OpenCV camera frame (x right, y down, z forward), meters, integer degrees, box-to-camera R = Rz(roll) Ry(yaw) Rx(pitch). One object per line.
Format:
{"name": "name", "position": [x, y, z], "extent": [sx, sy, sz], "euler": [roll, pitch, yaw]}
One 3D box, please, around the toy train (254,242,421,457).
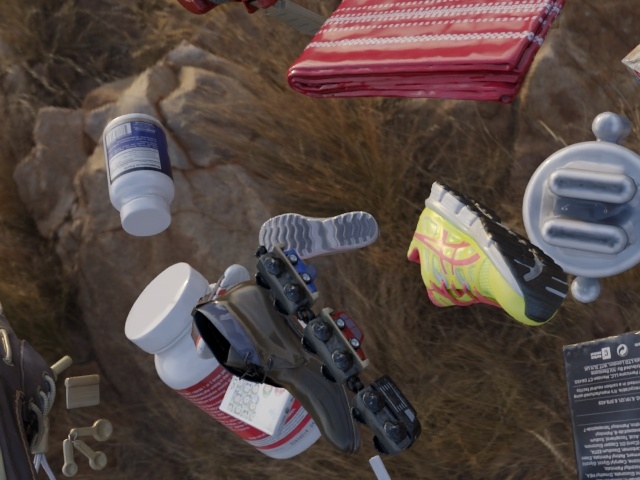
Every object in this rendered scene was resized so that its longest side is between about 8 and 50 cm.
{"name": "toy train", "position": [0.010, 0.063, 0.515], "extent": [0.158, 0.036, 0.027], "euler": [53, 140, 18]}

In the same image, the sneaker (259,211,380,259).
{"name": "sneaker", "position": [0.000, 0.000, 1.816], "extent": [0.281, 0.115, 0.105], "euler": [-1, 78, 19]}

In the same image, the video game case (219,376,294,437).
{"name": "video game case", "position": [-0.092, 0.233, 1.342], "extent": [0.157, 0.019, 0.143], "euler": [10, 73, 50]}

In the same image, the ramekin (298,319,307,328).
{"name": "ramekin", "position": [-0.056, 0.318, 1.995], "extent": [0.277, 0.277, 0.135], "euler": [55, 139, 27]}

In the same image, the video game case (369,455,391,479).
{"name": "video game case", "position": [0.151, 0.512, 1.515], "extent": [0.023, 0.212, 0.193], "euler": [-26, 60, -4]}

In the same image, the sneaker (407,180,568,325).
{"name": "sneaker", "position": [0.136, 0.028, 0.710], "extent": [0.094, 0.081, 0.208], "euler": [-59, 23, 14]}

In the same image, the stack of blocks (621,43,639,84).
{"name": "stack of blocks", "position": [0.689, -0.246, 1.460], "extent": [0.087, 0.171, 0.297], "euler": [-44, 34, 14]}

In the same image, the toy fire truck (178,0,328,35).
{"name": "toy fire truck", "position": [-0.117, -0.378, 1.189], "extent": [0.158, 0.246, 0.217], "euler": [-40, 27, -23]}

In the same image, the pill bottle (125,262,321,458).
{"name": "pill bottle", "position": [-0.167, 0.230, 1.584], "extent": [0.229, 0.407, 0.229], "euler": [-34, 31, 23]}

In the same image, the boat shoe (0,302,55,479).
{"name": "boat shoe", "position": [-0.306, 0.141, 0.751], "extent": [0.355, 0.130, 0.132], "euler": [49, 116, 39]}

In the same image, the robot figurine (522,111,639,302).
{"name": "robot figurine", "position": [0.433, -0.049, 1.270], "extent": [0.199, 0.353, 0.300], "euler": [13, 100, 23]}

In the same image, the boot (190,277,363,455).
{"name": "boot", "position": [-0.046, 0.135, 0.833], "extent": [0.219, 0.106, 0.082], "euler": [58, 147, 28]}

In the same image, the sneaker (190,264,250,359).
{"name": "sneaker", "position": [-0.151, 0.091, 1.141], "extent": [0.065, 0.061, 0.158], "euler": [45, 121, 36]}

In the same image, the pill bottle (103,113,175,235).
{"name": "pill bottle", "position": [-0.264, -0.094, 1.197], "extent": [0.094, 0.094, 0.169], "euler": [-28, 57, 21]}

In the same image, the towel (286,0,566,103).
{"name": "towel", "position": [0.113, -0.202, 0.617], "extent": [0.199, 0.031, 0.275], "euler": [9, 54, 40]}

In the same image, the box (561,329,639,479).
{"name": "box", "position": [0.750, 0.429, 1.581], "extent": [0.297, 0.480, 0.472], "euler": [-25, 61, 48]}

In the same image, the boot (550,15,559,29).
{"name": "boot", "position": [0.362, -0.482, 1.609], "extent": [0.211, 0.295, 0.104], "euler": [-3, 74, 14]}

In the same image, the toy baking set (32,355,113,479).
{"name": "toy baking set", "position": [-0.424, 0.307, 1.276], "extent": [0.030, 0.256, 0.197], "euler": [-17, 102, 41]}
